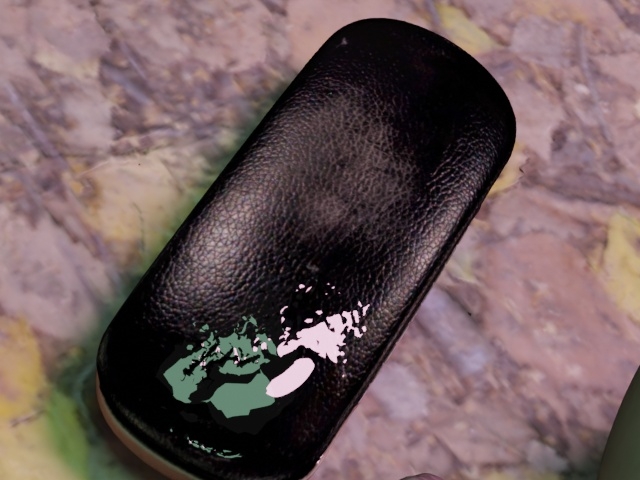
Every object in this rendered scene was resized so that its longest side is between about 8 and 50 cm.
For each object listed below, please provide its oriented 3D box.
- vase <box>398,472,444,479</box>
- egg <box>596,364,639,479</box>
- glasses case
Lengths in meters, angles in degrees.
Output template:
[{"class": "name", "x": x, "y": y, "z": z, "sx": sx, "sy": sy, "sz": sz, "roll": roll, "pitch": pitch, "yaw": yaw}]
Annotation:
[{"class": "vase", "x": -0.033, "y": 0.154, "z": 0.889, "sx": 0.214, "sy": 0.086, "sz": 0.086, "roll": -10, "pitch": 61, "yaw": -31}, {"class": "egg", "x": 0.254, "y": 0.167, "z": 0.858, "sx": 0.276, "sy": 0.276, "sz": 0.389, "roll": 5, "pitch": 54, "yaw": -17}, {"class": "glasses case", "x": 0.000, "y": 0.000, "z": 1.007, "sx": 0.122, "sy": 0.075, "sz": 0.314, "roll": 31, "pitch": 52, "yaw": 4}]
